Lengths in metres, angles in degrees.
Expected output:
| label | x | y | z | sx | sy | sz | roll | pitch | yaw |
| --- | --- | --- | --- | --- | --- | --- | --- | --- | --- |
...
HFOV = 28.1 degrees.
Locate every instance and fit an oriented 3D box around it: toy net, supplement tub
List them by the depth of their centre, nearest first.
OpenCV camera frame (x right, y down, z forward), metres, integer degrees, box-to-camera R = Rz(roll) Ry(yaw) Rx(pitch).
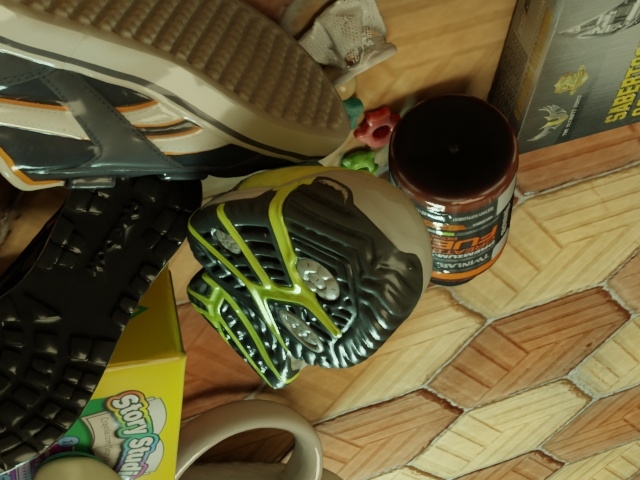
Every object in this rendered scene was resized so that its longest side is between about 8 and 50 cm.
| label | x | y | z | sx | sy | sz | roll | pitch | yaw |
| --- | --- | --- | --- | --- | --- | --- | --- | --- | --- |
| toy net | 0.023 | -0.095 | 0.979 | 0.122 | 0.045 | 0.232 | -10 | 148 | -22 |
| supplement tub | 0.111 | -0.032 | 1.083 | 0.106 | 0.106 | 0.198 | -21 | 154 | -5 |

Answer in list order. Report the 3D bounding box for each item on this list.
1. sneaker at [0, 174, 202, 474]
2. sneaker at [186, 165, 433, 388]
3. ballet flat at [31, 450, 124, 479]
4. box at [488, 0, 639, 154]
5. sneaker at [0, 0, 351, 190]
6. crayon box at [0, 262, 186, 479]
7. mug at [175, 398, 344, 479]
| label | x | y | z | sx | sy | sz | roll | pitch | yaw |
| --- | --- | --- | --- | --- | --- | --- | --- | --- | --- |
| sneaker | -0.187 | 0.051 | 0.909 | 0.283 | 0.107 | 0.124 | -50 | -169 | -6 |
| sneaker | 0.000 | 0.000 | 0.885 | 0.147 | 0.145 | 0.384 | -44 | -176 | -16 |
| ballet flat | -0.194 | 0.269 | 1.094 | 0.086 | 0.086 | 0.248 | -17 | 145 | -12 |
| box | 0.241 | -0.173 | 0.997 | 0.183 | 0.056 | 0.231 | -16 | 150 | -15 |
| sneaker | -0.126 | -0.098 | 0.788 | 0.321 | 0.126 | 0.127 | 17 | 132 | -43 |
| crayon box | -0.283 | 0.179 | 1.097 | 0.313 | 0.106 | 0.363 | -7 | 143 | -16 |
| mug | -0.124 | 0.342 | 1.411 | 0.328 | 0.276 | 0.374 | 10 | 110 | -38 |
